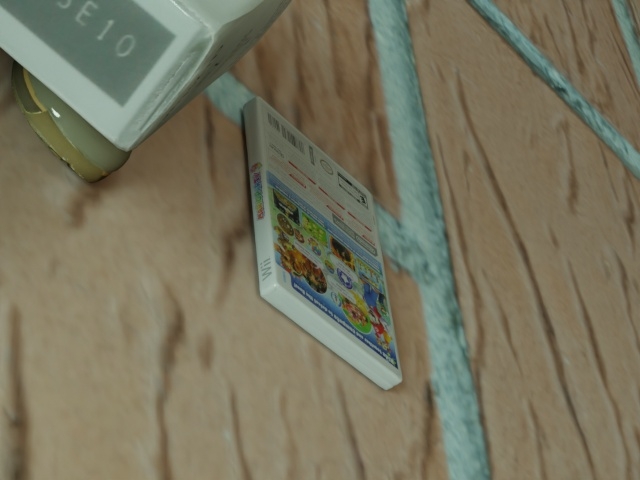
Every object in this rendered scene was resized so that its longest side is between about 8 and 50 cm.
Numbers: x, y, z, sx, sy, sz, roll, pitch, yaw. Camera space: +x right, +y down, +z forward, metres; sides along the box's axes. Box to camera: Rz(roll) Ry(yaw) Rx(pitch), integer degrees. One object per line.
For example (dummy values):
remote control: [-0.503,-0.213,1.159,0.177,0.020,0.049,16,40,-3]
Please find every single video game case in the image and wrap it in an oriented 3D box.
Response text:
video game case: [0.000,0.000,0.799,0.087,0.011,0.122,40,28,-36]

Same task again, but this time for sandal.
sandal: [-0.083,-0.095,0.710,0.072,0.049,0.180,41,28,-32]

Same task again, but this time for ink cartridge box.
ink cartridge box: [-0.120,-0.171,0.648,0.275,0.060,0.239,40,26,-2]
